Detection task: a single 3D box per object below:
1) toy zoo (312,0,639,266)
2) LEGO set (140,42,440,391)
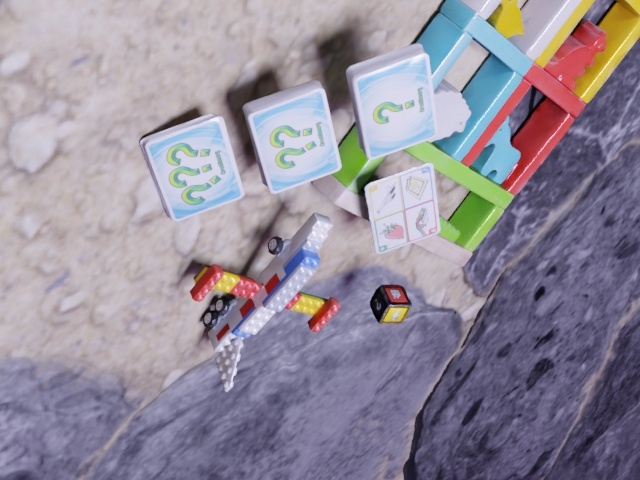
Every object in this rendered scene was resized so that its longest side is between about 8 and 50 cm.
[{"bbox_3d":[0.137,-0.124,1.006,0.293,0.030,0.192,-53,145,9],"label":"toy zoo"},{"bbox_3d":[0.000,0.000,0.922,0.182,0.060,0.244,-19,141,-6],"label":"LEGO set"}]
